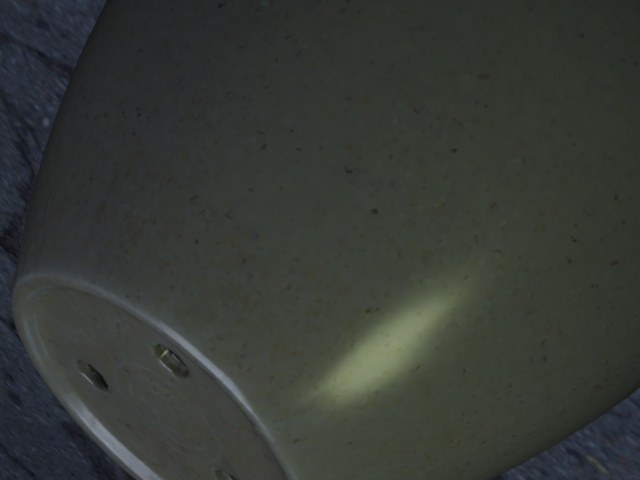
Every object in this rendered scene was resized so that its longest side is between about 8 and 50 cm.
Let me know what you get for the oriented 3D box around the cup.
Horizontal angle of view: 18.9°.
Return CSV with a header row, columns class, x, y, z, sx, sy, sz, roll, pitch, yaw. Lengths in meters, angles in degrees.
class,x,y,z,sx,sy,sz,roll,pitch,yaw
cup,0.000,0.000,0.872,0.331,0.237,0.331,32,152,20
